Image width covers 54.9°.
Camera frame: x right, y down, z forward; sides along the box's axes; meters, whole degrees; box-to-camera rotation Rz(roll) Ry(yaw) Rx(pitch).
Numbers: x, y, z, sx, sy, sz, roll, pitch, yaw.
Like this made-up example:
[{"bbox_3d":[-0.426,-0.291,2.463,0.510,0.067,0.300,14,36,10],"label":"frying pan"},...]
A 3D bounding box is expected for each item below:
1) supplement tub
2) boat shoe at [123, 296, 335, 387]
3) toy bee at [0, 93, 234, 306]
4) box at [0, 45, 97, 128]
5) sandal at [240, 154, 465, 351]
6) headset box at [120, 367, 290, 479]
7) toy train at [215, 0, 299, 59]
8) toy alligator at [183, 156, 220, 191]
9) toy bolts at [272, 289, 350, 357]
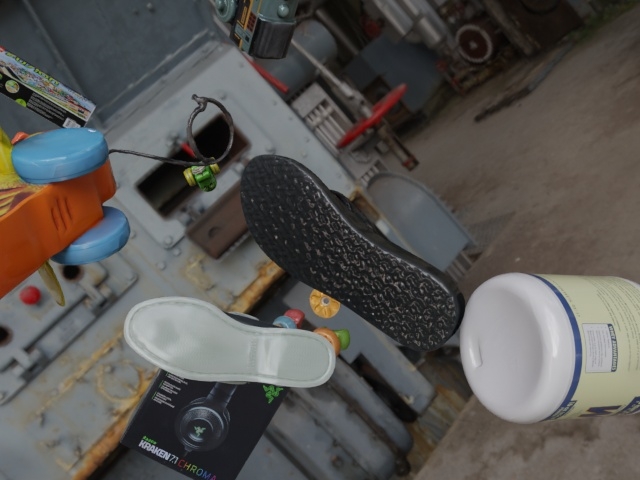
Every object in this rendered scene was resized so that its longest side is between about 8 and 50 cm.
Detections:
[{"bbox_3d":[0.425,0.174,1.023,0.235,0.325,0.235,-177,90,-66],"label":"supplement tub"},{"bbox_3d":[-0.132,0.159,0.901,0.091,0.302,0.114,129,158,-73],"label":"boat shoe"},{"bbox_3d":[-0.231,-0.038,0.527,0.162,0.195,0.298,12,14,27],"label":"toy bee"},{"bbox_3d":[-0.504,-0.268,1.081,0.036,0.207,0.114,-51,25,17],"label":"box"},{"bbox_3d":[0.042,0.017,1.033,0.167,0.446,0.107,-58,-17,23],"label":"sandal"},{"bbox_3d":[-0.226,0.327,1.275,0.283,0.246,0.131,-58,11,1],"label":"headset box"},{"bbox_3d":[-0.109,-0.546,1.293,0.142,0.190,0.334,-10,-41,-39],"label":"toy train"},{"bbox_3d":[-0.195,-0.105,1.043,0.056,0.051,0.190,-26,13,-5],"label":"toy alligator"},{"bbox_3d":[-0.049,0.249,1.836,0.228,0.218,0.158,-1,6,26],"label":"toy bolts"}]
